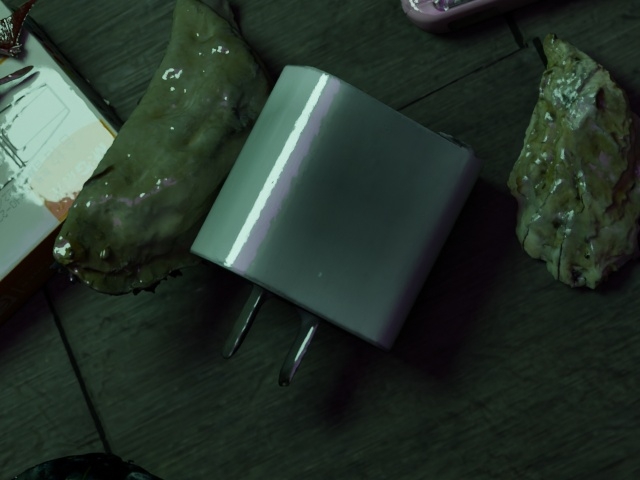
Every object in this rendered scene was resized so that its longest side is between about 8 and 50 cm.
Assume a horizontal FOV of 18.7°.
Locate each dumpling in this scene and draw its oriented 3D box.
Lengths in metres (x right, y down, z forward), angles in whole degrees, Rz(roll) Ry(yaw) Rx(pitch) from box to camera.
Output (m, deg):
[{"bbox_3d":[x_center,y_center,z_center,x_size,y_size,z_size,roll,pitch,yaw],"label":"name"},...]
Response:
[{"bbox_3d":[-0.102,-0.079,1.721,0.166,0.086,0.332,31,61,-14],"label":"dumpling"}]

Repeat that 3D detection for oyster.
[{"bbox_3d":[0.228,-0.066,1.687,0.133,0.072,0.209,16,85,19],"label":"oyster"}]

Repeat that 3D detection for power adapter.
[{"bbox_3d":[0.000,0.000,1.675,0.187,0.124,0.255,28,87,-19],"label":"power adapter"}]

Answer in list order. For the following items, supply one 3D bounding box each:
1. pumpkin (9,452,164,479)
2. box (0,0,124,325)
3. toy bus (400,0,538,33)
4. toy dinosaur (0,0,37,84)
[{"bbox_3d":[-0.200,0.297,1.673,0.233,0.163,0.233,-4,67,10],"label":"pumpkin"},{"bbox_3d":[-0.315,-0.058,1.808,0.274,0.091,0.221,-45,73,2],"label":"box"},{"bbox_3d":[0.166,-0.251,1.743,0.203,0.063,0.090,-19,78,12],"label":"toy bus"},{"bbox_3d":[-0.333,-0.154,1.768,0.108,0.032,0.220,40,89,22],"label":"toy dinosaur"}]
